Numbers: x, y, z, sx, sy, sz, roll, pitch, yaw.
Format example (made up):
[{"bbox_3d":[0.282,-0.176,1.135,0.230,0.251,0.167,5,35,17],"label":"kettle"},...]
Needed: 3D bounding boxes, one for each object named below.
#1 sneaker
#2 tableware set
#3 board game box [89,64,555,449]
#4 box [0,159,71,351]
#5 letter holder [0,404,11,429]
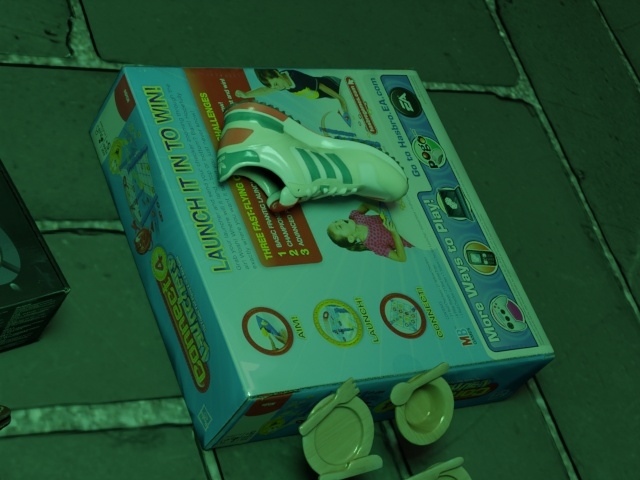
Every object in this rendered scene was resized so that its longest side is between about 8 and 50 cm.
[{"bbox_3d":[-0.009,-0.048,1.114,0.161,0.057,0.075,22,64,-18],"label":"sneaker"},{"bbox_3d":[0.056,0.174,1.067,0.141,0.020,0.168,-22,106,-30],"label":"tableware set"},{"bbox_3d":[0.000,0.000,1.174,0.302,0.086,0.308,-4,59,-34],"label":"board game box"},{"bbox_3d":[-0.292,0.015,0.984,0.180,0.077,0.147,-15,66,-39],"label":"box"},{"bbox_3d":[-0.339,0.149,0.752,0.302,0.152,0.214,9,4,2],"label":"letter holder"}]
